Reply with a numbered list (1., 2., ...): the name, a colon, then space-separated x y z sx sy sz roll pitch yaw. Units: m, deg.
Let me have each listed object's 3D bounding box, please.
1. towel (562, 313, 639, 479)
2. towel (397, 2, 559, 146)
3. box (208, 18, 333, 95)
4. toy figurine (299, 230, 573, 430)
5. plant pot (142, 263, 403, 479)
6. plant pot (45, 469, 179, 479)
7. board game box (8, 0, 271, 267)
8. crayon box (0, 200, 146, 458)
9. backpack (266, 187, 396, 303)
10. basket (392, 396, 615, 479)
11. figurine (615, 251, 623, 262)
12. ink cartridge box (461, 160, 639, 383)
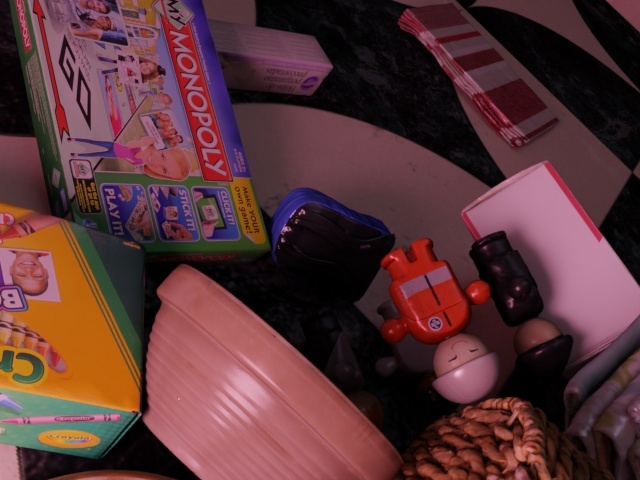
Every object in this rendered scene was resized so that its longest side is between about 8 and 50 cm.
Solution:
1. towel: 0.367 0.209 0.748 0.374 0.090 0.320 -26 104 -38
2. towel: 0.305 -0.320 1.524 0.329 0.037 0.237 50 35 8
3. box: -0.125 -0.237 1.024 0.324 0.063 0.067 -6 59 -45
4. toy figurine: 0.108 0.101 0.772 0.213 0.209 0.148 -4 63 -49
5. plant pot: -0.059 0.136 0.630 0.237 0.237 0.109 42 78 0
6. plant pot: -0.134 0.221 0.489 0.236 0.032 0.236 7 29 -4
7. board game box: -0.183 -0.126 0.816 0.214 0.046 0.317 -2 68 -42
8. crayon box: -0.273 0.049 0.587 0.278 0.081 0.165 18 42 -29
9. backpack: 0.000 0.000 0.876 0.120 0.098 0.101 23 12 -24
10. basket: 0.138 0.252 0.546 0.223 0.213 0.299 45 -7 5
11. figurine: 0.467 0.076 1.176 0.215 0.092 0.209 19 26 17
12. ink cartridge box: 0.288 0.056 0.954 0.207 0.117 0.283 61 11 24
